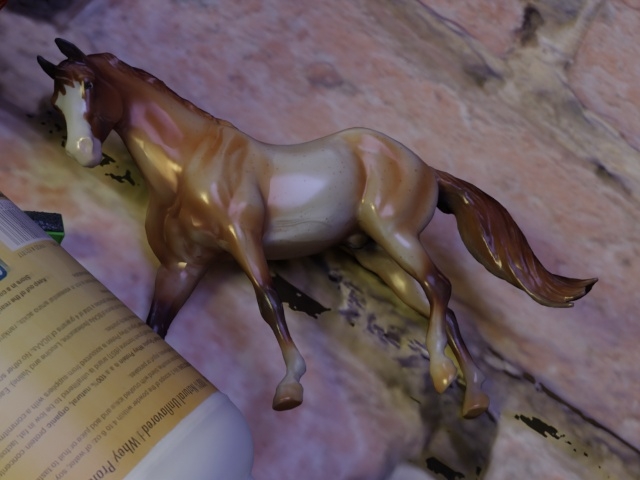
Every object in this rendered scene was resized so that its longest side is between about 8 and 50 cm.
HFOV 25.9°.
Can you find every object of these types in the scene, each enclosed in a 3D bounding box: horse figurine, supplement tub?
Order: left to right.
[{"bbox_3d":[-0.115,0.075,0.470,0.199,0.144,0.144,42,44,5],"label":"supplement tub"},{"bbox_3d":[0.000,0.000,0.661,0.263,0.066,0.174,0,61,-29],"label":"horse figurine"}]

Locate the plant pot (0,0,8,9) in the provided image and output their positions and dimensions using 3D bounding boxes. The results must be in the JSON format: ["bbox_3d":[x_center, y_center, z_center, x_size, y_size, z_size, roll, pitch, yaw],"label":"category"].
[{"bbox_3d":[-0.208,-0.143,0.567,0.191,0.174,0.191,17,47,-20],"label":"plant pot"}]

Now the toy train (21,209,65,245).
[{"bbox_3d":[-0.150,-0.005,0.599,0.083,0.024,0.017,4,53,-30],"label":"toy train"}]
